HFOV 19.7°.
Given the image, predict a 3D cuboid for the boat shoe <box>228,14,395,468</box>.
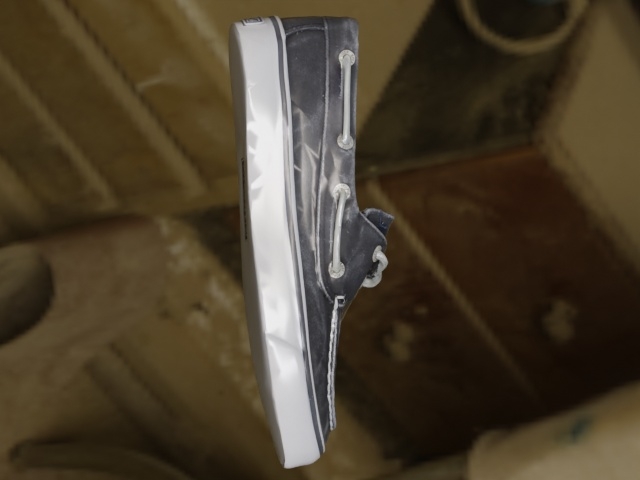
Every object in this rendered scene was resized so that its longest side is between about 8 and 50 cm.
[{"bbox_3d":[0.000,0.000,1.232,0.102,0.108,0.301,-4,91,-8],"label":"boat shoe"}]
